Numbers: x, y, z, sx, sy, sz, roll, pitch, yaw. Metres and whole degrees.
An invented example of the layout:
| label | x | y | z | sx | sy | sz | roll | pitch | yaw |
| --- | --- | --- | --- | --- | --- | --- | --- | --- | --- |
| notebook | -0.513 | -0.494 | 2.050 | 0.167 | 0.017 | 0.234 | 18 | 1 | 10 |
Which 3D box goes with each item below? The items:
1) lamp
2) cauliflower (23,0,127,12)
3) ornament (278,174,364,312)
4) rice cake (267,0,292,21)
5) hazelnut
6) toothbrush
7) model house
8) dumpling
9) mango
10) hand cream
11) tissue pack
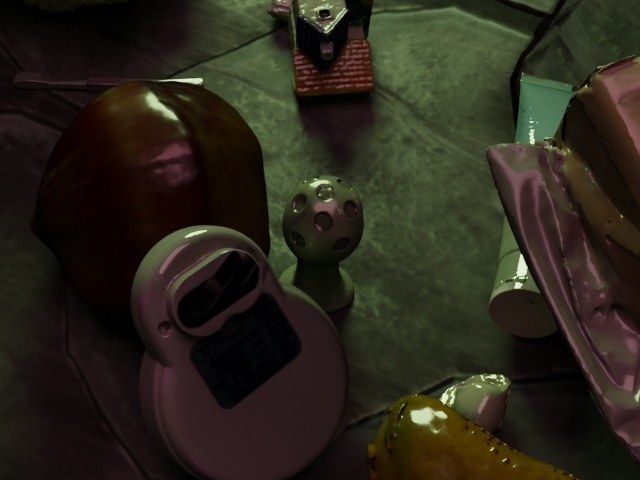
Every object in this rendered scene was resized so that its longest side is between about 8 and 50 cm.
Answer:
| label | x | y | z | sx | sy | sz | roll | pitch | yaw |
| --- | --- | --- | --- | --- | --- | --- | --- | --- | --- |
| lamp | -0.077 | 0.098 | 1.213 | 0.179 | 0.246 | 0.108 | -37 | 26 | -26 |
| cauliflower | -0.261 | -0.352 | 1.468 | 0.327 | 0.281 | 0.260 | -25 | 88 | -14 |
| ornament | 0.000 | 0.000 | 1.299 | 0.075 | 0.156 | 0.081 | 8 | 56 | 3 |
| rice cake | -0.011 | -0.311 | 1.583 | 0.047 | 0.036 | 0.207 | 18 | 56 | 5 |
| hazelnut | -0.154 | -0.041 | 1.307 | 0.229 | 0.229 | 0.229 | 1 | 56 | -1 |
| toothbrush | -0.217 | -0.160 | 1.488 | 0.194 | 0.014 | 0.017 | 3 | 55 | 0 |
| model house | 0.014 | -0.203 | 1.472 | 0.088 | 0.101 | 0.100 | -3 | 57 | -6 |
| dumpling | 0.131 | 0.145 | 1.277 | 0.059 | 0.043 | 0.077 | 17 | 72 | 29 |
| mango | 0.136 | 0.225 | 1.154 | 0.156 | 0.151 | 0.249 | -46 | 67 | 10 |
| hand cream | 0.219 | -0.045 | 1.405 | 0.111 | 0.070 | 0.312 | 13 | 49 | 9 |
| tissue pack | 0.287 | 0.019 | 1.226 | 0.238 | 0.238 | 0.305 | -20 | 74 | -14 |
